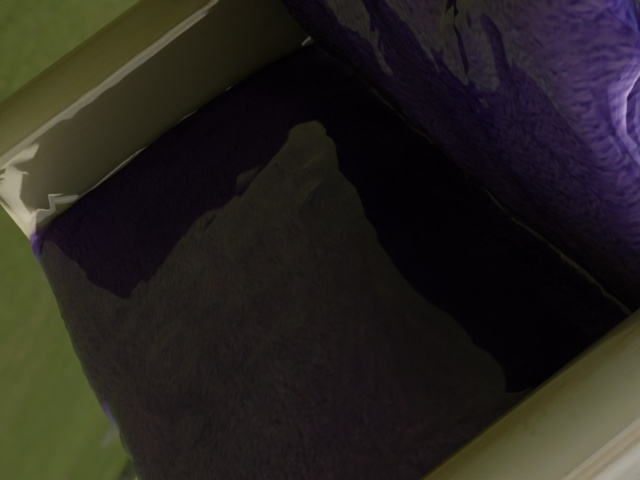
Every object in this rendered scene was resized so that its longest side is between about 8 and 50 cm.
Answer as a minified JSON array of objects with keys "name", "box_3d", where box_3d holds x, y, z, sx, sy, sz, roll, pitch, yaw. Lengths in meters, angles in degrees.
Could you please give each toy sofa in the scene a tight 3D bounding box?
[{"name":"toy sofa","box_3d":[0.000,0.000,0.493,0.150,0.177,0.362,-38,-155,-1]}]
